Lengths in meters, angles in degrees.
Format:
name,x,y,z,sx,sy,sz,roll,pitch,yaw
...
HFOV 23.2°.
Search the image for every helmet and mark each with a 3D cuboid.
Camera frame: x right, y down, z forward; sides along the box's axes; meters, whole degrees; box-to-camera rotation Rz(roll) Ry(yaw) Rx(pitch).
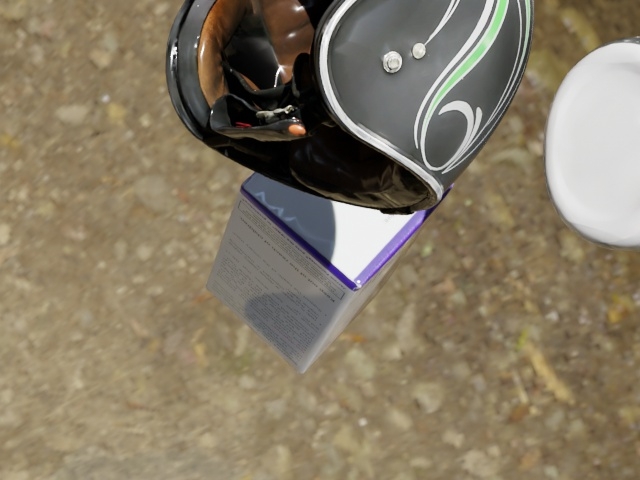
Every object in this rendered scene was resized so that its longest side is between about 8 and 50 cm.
name,x,y,z,sx,sy,sz,roll,pitch,yaw
helmet,0.020,-0.110,0.729,0.169,0.169,0.161,25,75,-24

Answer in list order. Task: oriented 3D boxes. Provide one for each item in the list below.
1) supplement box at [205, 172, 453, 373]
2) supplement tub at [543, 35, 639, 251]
name,x,y,z,sx,sy,sz,roll,pitch,yaw
supplement box,0.000,0.000,1.168,0.114,0.220,0.111,41,66,7
supplement tub,0.229,-0.047,0.884,0.190,0.117,0.117,5,69,-35
